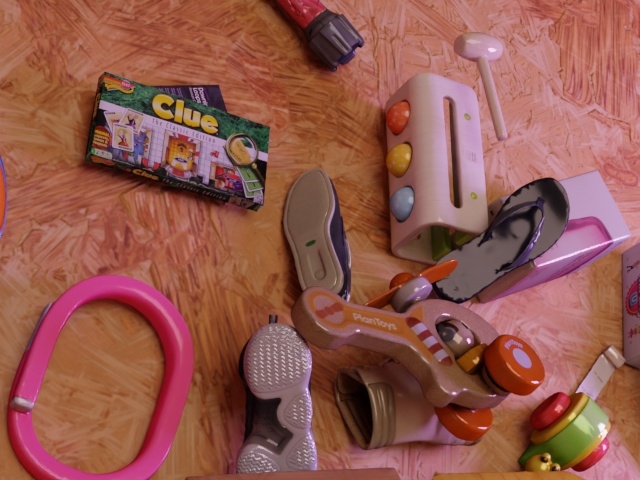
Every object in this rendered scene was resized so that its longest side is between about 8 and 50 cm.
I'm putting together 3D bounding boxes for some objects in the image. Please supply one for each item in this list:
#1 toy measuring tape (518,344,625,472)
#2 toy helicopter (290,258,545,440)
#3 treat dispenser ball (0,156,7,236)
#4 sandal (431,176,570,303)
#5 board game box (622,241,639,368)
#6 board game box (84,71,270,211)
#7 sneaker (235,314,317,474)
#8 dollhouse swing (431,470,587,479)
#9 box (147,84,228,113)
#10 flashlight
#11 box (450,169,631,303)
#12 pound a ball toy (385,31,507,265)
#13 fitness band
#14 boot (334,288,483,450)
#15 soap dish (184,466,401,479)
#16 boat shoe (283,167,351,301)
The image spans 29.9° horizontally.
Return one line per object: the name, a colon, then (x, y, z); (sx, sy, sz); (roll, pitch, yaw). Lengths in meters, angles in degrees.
toy measuring tape: (0.407, 0.250, 1.814); (0.121, 0.121, 0.330); (48, 51, 1)
toy helicopter: (0.111, 0.113, 1.576); (0.355, 0.140, 0.235); (16, 40, -33)
treat dispenser ball: (-0.495, -0.049, 1.328); (0.288, 0.288, 0.288); (14, 58, -24)
sandal: (0.272, 0.002, 1.738); (0.254, 0.054, 0.097); (-41, 83, -17)
board game box: (0.662, 0.143, 2.038); (0.303, 0.097, 0.224); (23, 55, -20)
board game box: (-0.195, -0.138, 1.689); (0.260, 0.030, 0.136); (16, 58, -24)
sneaker: (-0.058, 0.228, 1.554); (0.101, 0.153, 0.268); (2, 98, -5)
dollhouse swing: (0.275, 0.523, 1.595); (0.347, 0.304, 0.315); (2, 23, -21)
box: (-0.206, -0.170, 1.735); (0.162, 0.029, 0.116); (-6, 68, -34)
flashlight: (-0.056, -0.406, 1.909); (0.304, 0.103, 0.103); (48, 50, 2)
box: (0.348, -0.006, 1.898); (0.232, 0.148, 0.126); (-15, 73, -35)
pound a ball toy: (0.182, -0.151, 1.842); (0.136, 0.208, 0.319); (13, 59, -25)
fitness band: (-0.267, 0.177, 1.490); (0.209, 0.054, 0.290); (26, 55, -17)
boot: (0.114, 0.169, 1.701); (0.204, 0.095, 0.261); (1, 66, -29)
soap dish: (-0.026, 0.393, 1.422); (0.291, 0.118, 0.228); (4, 91, -30)
boat shoe: (0.000, 0.000, 1.749); (0.079, 0.084, 0.233); (47, 28, -52)
